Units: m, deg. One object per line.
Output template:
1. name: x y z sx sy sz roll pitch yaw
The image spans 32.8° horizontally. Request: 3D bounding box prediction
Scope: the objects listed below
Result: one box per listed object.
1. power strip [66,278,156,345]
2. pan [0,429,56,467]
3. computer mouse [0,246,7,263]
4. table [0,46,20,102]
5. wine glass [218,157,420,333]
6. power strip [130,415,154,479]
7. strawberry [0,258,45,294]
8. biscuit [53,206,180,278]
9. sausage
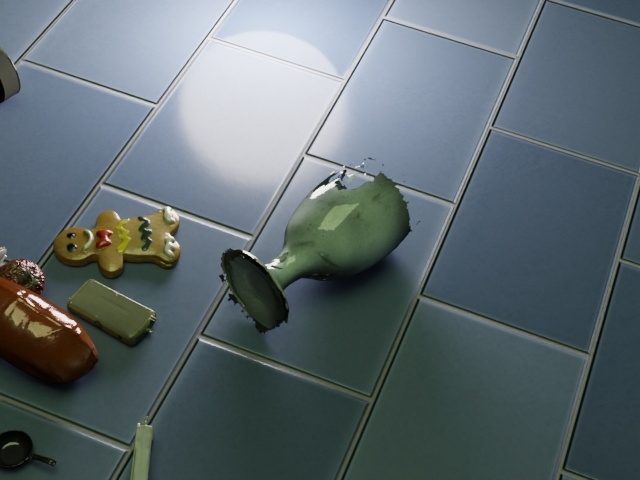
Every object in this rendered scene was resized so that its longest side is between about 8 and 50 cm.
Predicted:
1. power strip: -0.367 0.130 1.938 0.169 0.028 0.076 27 52 19
2. pan: -0.476 0.346 1.747 0.115 0.023 0.068 17 50 13
3. computer mouse: -0.631 0.079 1.919 0.045 0.102 0.199 46 51 -18
4. table: -0.681 -0.351 2.245 0.133 0.133 0.043 34 56 21
5. wine glass: 0.000 0.005 1.979 0.190 0.190 0.357 39 60 25
6. power strip: -0.288 0.365 1.735 0.030 0.047 0.191 6 50 -6
7. strawberry: -0.542 0.069 1.942 0.083 0.083 0.096 -26 34 -24
8. biscuit: -0.381 0.000 2.044 0.240 0.035 0.158 -7 49 -11
9. sausage: -0.497 0.151 1.837 0.258 0.133 0.133 30 53 11
